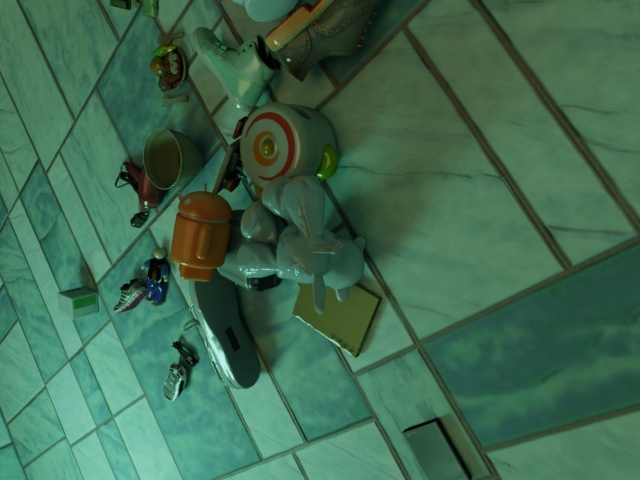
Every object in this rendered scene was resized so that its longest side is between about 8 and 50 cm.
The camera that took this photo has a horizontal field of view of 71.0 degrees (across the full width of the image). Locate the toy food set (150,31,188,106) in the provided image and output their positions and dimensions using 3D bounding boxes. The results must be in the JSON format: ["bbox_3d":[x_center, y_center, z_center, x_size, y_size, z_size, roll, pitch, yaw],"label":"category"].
[{"bbox_3d":[-0.428,-0.481,1.258,0.132,0.038,0.192,3,100,34],"label":"toy food set"}]

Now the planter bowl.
[{"bbox_3d":[-0.392,-0.225,1.236,0.162,0.109,0.162,7,103,34],"label":"planter bowl"}]

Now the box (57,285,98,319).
[{"bbox_3d":[-0.905,0.233,1.676,0.102,0.101,0.087,13,106,32],"label":"box"}]

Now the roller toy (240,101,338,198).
[{"bbox_3d":[-0.079,-0.204,0.999,0.209,0.146,0.191,-21,86,36],"label":"roller toy"}]

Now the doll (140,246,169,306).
[{"bbox_3d":[-0.524,0.109,1.424,0.129,0.046,0.189,26,112,28],"label":"doll"}]

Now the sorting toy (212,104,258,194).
[{"bbox_3d":[-0.199,-0.191,1.104,0.046,0.132,0.274,27,119,-1],"label":"sorting toy"}]

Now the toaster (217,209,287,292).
[{"bbox_3d":[-0.174,0.010,1.116,0.146,0.129,0.227,14,105,35],"label":"toaster"}]

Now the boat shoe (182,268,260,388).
[{"bbox_3d":[-0.297,0.239,1.251,0.156,0.136,0.367,-17,98,39],"label":"boat shoe"}]

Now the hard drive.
[{"bbox_3d":[0.248,0.459,0.965,0.094,0.022,0.135,-37,77,34],"label":"hard drive"}]

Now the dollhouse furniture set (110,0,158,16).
[{"bbox_3d":[-0.532,-0.687,1.282,0.151,0.058,0.076,20,109,31],"label":"dollhouse furniture set"}]

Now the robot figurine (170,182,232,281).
[{"bbox_3d":[-0.274,-0.019,1.037,0.128,0.158,0.219,16,101,15],"label":"robot figurine"}]

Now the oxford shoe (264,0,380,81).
[{"bbox_3d":[0.065,-0.458,0.896,0.363,0.130,0.133,-25,117,28],"label":"oxford shoe"}]

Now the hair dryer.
[{"bbox_3d":[-0.555,-0.190,1.373,0.293,0.080,0.224,-34,78,34],"label":"hair dryer"}]

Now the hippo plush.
[{"bbox_3d":[0.000,0.000,0.933,0.294,0.236,0.234,17,92,42],"label":"hippo plush"}]

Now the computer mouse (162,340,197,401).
[{"bbox_3d":[-0.455,0.425,1.438,0.106,0.042,0.193,29,108,22],"label":"computer mouse"}]

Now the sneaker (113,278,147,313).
[{"bbox_3d":[-0.648,0.185,1.516,0.170,0.063,0.075,-38,77,28],"label":"sneaker"}]

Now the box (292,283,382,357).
[{"bbox_3d":[0.033,0.156,1.061,0.201,0.021,0.164,30,113,28],"label":"box"}]

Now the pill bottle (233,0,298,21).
[{"bbox_3d":[-0.162,-0.645,0.958,0.181,0.181,0.323,-29,81,35],"label":"pill bottle"}]

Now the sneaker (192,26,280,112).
[{"bbox_3d":[-0.196,-0.452,1.074,0.151,0.094,0.256,-42,76,29],"label":"sneaker"}]
